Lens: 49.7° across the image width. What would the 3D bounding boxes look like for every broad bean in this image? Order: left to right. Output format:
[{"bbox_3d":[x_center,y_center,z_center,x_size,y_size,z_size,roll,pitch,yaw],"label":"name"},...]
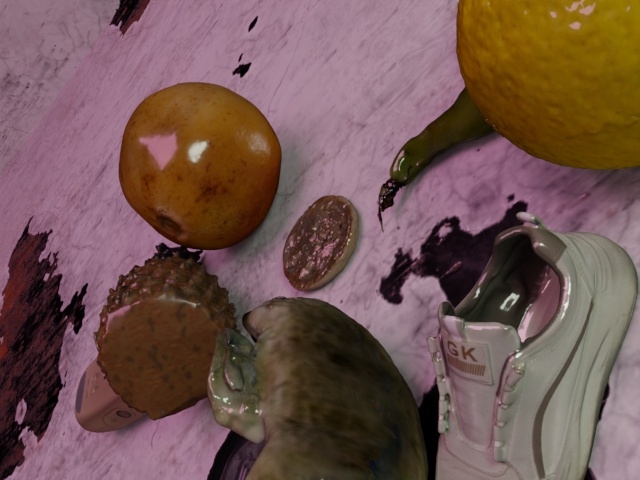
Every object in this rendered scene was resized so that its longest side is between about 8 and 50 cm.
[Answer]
[{"bbox_3d":[0.178,-0.137,0.799,0.318,0.056,0.098,-46,36,27],"label":"broad bean"}]

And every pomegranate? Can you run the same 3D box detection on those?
[{"bbox_3d":[-0.187,-0.122,1.082,0.264,0.264,0.264,-31,45,37],"label":"pomegranate"}]

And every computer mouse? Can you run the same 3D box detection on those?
[{"bbox_3d":[-0.330,0.239,1.175,0.236,0.082,0.145,-36,42,29],"label":"computer mouse"}]

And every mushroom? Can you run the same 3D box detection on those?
[{"bbox_3d":[0.002,0.171,0.651,0.130,0.247,0.344,-39,16,18],"label":"mushroom"}]

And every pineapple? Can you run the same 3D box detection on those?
[{"bbox_3d":[-0.227,0.103,1.072,0.202,0.202,0.362,-55,16,11],"label":"pineapple"}]

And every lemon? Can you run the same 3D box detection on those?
[{"bbox_3d":[0.246,-0.181,0.579,0.267,0.267,0.267,-31,45,37],"label":"lemon"}]

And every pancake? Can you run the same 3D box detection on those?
[{"bbox_3d":[-0.001,-0.001,0.962,0.151,0.025,0.151,-32,45,38],"label":"pancake"}]

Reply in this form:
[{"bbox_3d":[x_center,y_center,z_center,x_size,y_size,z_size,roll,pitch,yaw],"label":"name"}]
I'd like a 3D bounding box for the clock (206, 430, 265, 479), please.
[{"bbox_3d":[-0.060,0.310,0.811,0.226,0.049,0.226,-30,45,36],"label":"clock"}]

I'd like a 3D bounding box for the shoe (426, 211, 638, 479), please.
[{"bbox_3d":[0.148,0.115,0.579,0.124,0.159,0.316,12,75,53],"label":"shoe"}]
